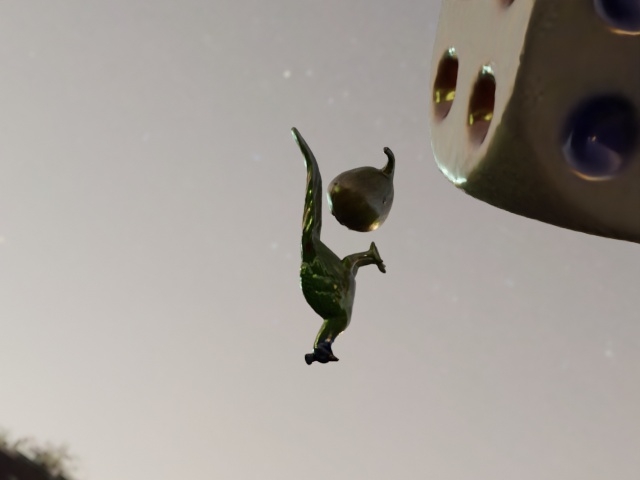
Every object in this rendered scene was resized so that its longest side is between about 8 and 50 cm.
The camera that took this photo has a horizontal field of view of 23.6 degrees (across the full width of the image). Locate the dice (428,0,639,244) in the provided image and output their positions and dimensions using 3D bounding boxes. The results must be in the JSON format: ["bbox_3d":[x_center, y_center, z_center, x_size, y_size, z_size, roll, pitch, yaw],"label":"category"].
[{"bbox_3d":[0.232,-0.144,1.174,0.243,0.251,0.259,9,12,-9],"label":"dice"}]

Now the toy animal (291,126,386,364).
[{"bbox_3d":[0.017,0.000,1.320,0.075,0.216,0.041,-5,-16,5],"label":"toy animal"}]

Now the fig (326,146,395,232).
[{"bbox_3d":[0.054,-0.055,1.764,0.084,0.098,0.082,54,-3,-39],"label":"fig"}]
